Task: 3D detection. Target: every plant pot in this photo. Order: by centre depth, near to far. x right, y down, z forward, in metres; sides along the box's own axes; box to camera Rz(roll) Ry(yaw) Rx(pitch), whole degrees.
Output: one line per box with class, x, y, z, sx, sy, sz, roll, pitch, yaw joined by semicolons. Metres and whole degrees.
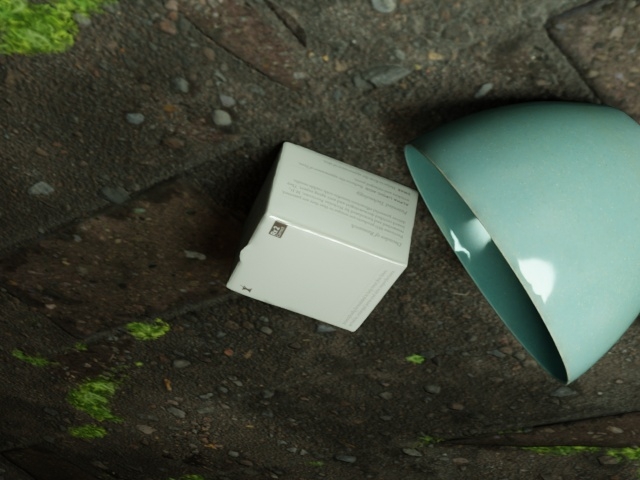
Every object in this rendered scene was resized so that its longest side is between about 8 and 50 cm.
plant pot;0.244;-0.029;0.968;0.195;0.290;0.290;-34;134;-1

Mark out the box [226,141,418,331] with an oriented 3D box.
box;0.000;0.000;1.172;0.181;0.119;0.181;20;144;-10
